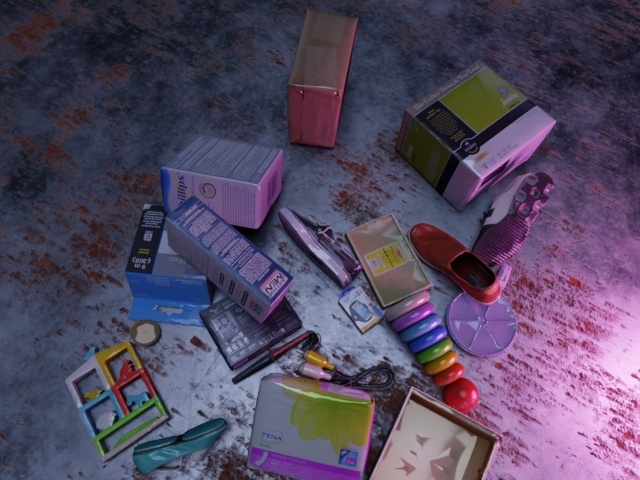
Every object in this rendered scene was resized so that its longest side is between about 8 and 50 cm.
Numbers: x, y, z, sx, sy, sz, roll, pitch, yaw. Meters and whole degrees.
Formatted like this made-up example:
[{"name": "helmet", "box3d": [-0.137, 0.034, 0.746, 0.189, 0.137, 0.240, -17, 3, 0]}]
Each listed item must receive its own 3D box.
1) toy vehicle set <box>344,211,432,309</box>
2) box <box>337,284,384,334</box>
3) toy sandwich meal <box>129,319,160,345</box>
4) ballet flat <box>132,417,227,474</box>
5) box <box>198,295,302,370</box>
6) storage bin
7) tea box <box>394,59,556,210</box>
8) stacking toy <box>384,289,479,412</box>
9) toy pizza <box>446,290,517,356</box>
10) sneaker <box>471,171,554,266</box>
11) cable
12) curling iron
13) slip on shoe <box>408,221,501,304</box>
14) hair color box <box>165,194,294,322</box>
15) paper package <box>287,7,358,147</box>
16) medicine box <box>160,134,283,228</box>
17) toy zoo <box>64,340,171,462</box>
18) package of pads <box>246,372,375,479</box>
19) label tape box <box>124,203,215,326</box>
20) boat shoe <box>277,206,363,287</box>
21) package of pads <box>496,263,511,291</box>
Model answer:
[{"name": "toy vehicle set", "box3d": [0.203, 0.058, 1.365, 0.166, 0.035, 0.266, -22, 69, -9]}, {"name": "box", "box3d": [0.113, 0.195, 1.311, 0.081, 0.028, 0.136, -34, 73, -13]}, {"name": "toy sandwich meal", "box3d": [-0.502, 0.265, 1.284, 0.086, 0.029, 0.085, 5, 62, -9]}, {"name": "ballet flat", "box3d": [-0.350, 0.534, 1.150, 0.247, 0.083, 0.087, -16, 92, -7]}, {"name": "box", "box3d": [-0.196, 0.225, 1.267, 0.233, 0.059, 0.183, -29, 70, -21]}, {"name": "storage bin", "box3d": [0.279, 0.550, 1.107, 0.260, 0.123, 0.262, 26, 69, 11]}, {"name": "tea box", "box3d": [0.475, -0.335, 1.433, 0.329, 0.220, 0.323, -35, 72, -14]}, {"name": "stacking toy", "box3d": [0.312, 0.307, 1.221, 0.141, 0.141, 0.330, -27, 77, -11]}, {"name": "toy pizza", "box3d": [0.461, 0.235, 1.291, 0.201, 0.032, 0.201, 0, 66, 0]}, {"name": "sneaker", "box3d": [0.569, -0.063, 1.386, 0.122, 0.146, 0.330, 36, 93, -12]}, {"name": "cable", "box3d": [0.057, 0.382, 1.208, 0.287, 0.072, 0.139, 9, 72, 4]}, {"name": "curling iron", "box3d": [-0.120, 0.329, 1.250, 0.274, 0.035, 0.068, -23, 68, -10]}, {"name": "slip on shoe", "box3d": [0.390, 0.050, 1.317, 0.123, 0.101, 0.331, -38, 59, -9]}, {"name": "hair color box", "box3d": [-0.246, 0.054, 1.196, 0.347, 0.174, 0.105, 40, 62, 4]}, {"name": "paper package", "box3d": [0.001, -0.517, 1.463, 0.168, 0.309, 0.324, 10, 68, 0]}, {"name": "medicine box", "box3d": [-0.284, -0.184, 1.350, 0.289, 0.149, 0.263, 10, 34, 6]}, {"name": "toy zoo", "box3d": [-0.560, 0.411, 1.219, 0.192, 0.030, 0.293, -32, 71, -13]}, {"name": "package of pads", "box3d": [-0.022, 0.466, 1.117, 0.297, 0.101, 0.229, 8, 85, 8]}, {"name": "label tape box", "box3d": [-0.428, 0.069, 1.324, 0.241, 0.106, 0.333, 5, 67, 2]}, {"name": "boat shoe", "box3d": [0.001, -0.001, 1.350, 0.105, 0.113, 0.306, -41, 74, -17]}, {"name": "package of pads", "box3d": [0.536, 0.115, 1.331, 0.032, 0.050, 0.083, 23, 69, 15]}]
